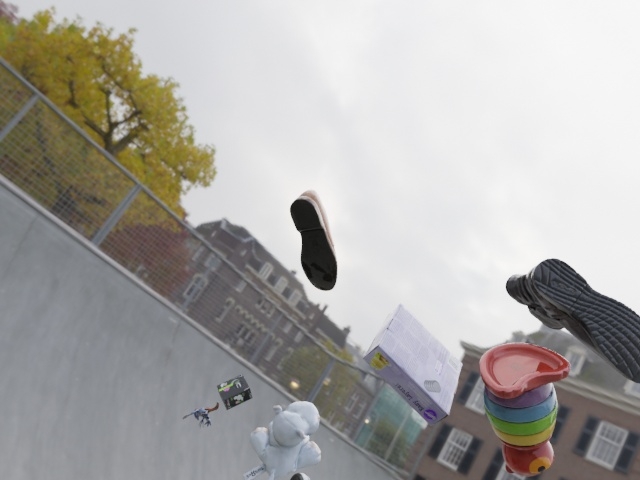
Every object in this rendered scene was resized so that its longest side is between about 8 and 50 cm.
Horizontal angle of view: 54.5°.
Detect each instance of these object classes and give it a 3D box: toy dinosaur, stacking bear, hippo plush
[{"bbox_3d":[-0.273,0.408,1.457,0.047,0.090,0.082,58,-13,-18],"label":"toy dinosaur"},{"bbox_3d":[0.442,0.386,1.352,0.164,0.175,0.289,-134,-151,-67],"label":"stacking bear"},{"bbox_3d":[-0.128,0.632,2.039,0.234,0.294,0.237,29,-59,33],"label":"hippo plush"}]

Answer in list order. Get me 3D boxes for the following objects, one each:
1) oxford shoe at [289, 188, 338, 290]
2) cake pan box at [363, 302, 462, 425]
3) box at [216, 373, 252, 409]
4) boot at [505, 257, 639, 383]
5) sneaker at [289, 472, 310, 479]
[{"bbox_3d":[0.000,0.000,1.207,0.076,0.076,0.213,0,-61,20],"label":"oxford shoe"},{"bbox_3d":[0.251,0.314,1.631,0.246,0.267,0.070,46,-61,-1],"label":"cake pan box"},{"bbox_3d":[-0.250,0.441,1.808,0.062,0.083,0.052,50,-25,43],"label":"box"},{"bbox_3d":[0.586,0.178,1.401,0.338,0.118,0.223,49,-8,11],"label":"boot"},{"bbox_3d":[-0.016,0.846,1.920,0.178,0.296,0.124,1,19,-23],"label":"sneaker"}]
